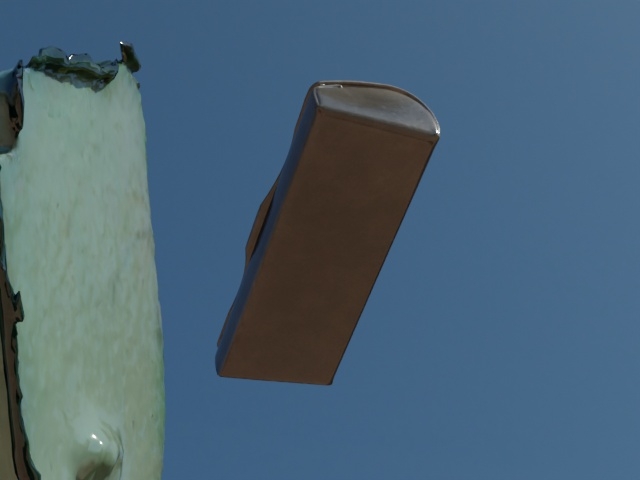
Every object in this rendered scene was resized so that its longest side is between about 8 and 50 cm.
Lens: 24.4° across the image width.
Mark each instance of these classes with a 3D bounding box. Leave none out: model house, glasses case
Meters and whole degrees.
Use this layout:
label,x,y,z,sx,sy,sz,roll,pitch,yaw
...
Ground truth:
label,x,y,z,sx,sy,sz,roll,pitch,yaw
model house,-0.125,0.024,0.392,0.148,0.119,0.148,-2,-85,9
glasses case,-0.001,0.001,0.795,0.072,0.042,0.190,4,-50,-23
